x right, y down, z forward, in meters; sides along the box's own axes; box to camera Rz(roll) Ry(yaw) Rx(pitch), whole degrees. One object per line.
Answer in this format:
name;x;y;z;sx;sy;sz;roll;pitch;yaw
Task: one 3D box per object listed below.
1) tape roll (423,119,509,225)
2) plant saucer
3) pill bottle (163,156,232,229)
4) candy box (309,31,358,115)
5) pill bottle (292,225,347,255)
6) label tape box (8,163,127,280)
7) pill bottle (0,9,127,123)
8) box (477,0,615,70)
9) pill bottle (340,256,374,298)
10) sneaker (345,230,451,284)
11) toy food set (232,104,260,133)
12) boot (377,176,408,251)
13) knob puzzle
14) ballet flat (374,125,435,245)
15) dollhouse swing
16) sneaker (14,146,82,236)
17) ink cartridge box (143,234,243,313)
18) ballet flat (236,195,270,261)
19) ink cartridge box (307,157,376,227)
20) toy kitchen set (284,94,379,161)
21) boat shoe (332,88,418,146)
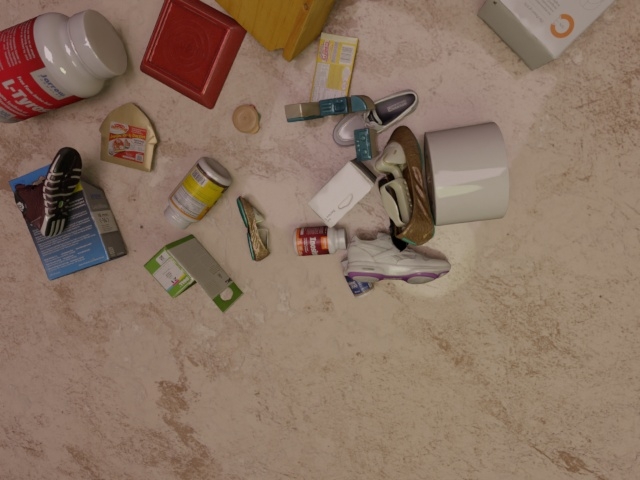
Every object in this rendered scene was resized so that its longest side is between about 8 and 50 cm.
tape roll;0.361;-0.165;1.101;0.169;0.246;0.246;-7;100;11
plant saucer;-0.378;-0.555;1.245;0.258;0.048;0.259;29;104;2
pill bottle;-0.371;-0.136;1.293;0.117;0.117;0.215;44;105;-1
candy box;0.035;-0.461;1.205;0.105;0.027;0.206;14;103;11
pill bottle;0.000;0.000;1.277;0.152;0.086;0.086;-5;101;10
label tape box;-0.801;-0.068;1.384;0.240;0.106;0.334;-17;96;12
pill bottle;-0.778;-0.496;1.228;0.407;0.229;0.229;-13;99;12
box;0.584;-0.616;1.010;0.215;0.168;0.345;45;104;-2
pill bottle;0.107;0.106;1.291;0.067;0.067;0.120;-25;96;13
sneaker;0.224;0.044;1.232;0.305;0.114;0.152;4;68;-8
toy food set;-0.218;-0.358;1.272;0.083;0.020;0.083;9;103;8
boot;0.207;-0.075;1.193;0.077;0.137;0.198;-32;94;36
knob puzzle;-0.587;-0.325;1.335;0.213;0.030;0.213;2;102;10
ballet flat;0.206;-0.152;1.132;0.124;0.116;0.342;0;75;-30
dollhouse swing;-0.072;-0.742;1.141;0.347;0.305;0.315;43;145;2
sneaker;-0.816;-0.162;1.265;0.162;0.106;0.281;26;103;8
ink cartridge box;-0.374;0.120;1.310;0.097;0.189;0.255;-40;93;14
ballet flat;-0.200;-0.040;1.321;0.067;0.073;0.206;-16;103;-15
ink cartridge box;0.064;-0.135;1.169;0.092;0.219;0.160;45;105;-2
toy kitchen set;0.032;-0.287;1.141;0.207;0.122;0.166;2;108;30
boat shoe;0.144;-0.339;1.182;0.258;0.084;0.095;-30;96;14
